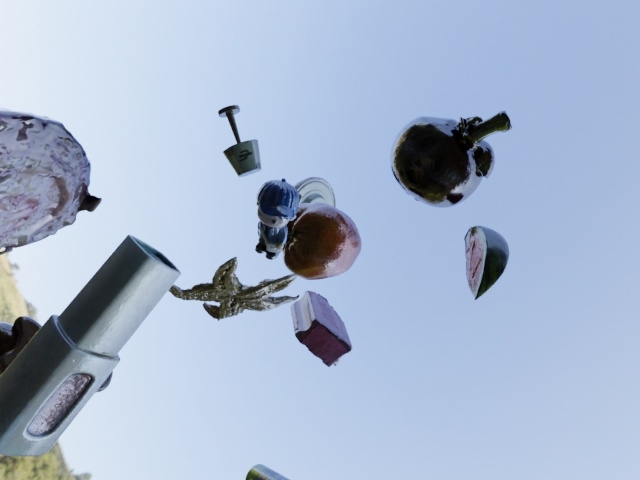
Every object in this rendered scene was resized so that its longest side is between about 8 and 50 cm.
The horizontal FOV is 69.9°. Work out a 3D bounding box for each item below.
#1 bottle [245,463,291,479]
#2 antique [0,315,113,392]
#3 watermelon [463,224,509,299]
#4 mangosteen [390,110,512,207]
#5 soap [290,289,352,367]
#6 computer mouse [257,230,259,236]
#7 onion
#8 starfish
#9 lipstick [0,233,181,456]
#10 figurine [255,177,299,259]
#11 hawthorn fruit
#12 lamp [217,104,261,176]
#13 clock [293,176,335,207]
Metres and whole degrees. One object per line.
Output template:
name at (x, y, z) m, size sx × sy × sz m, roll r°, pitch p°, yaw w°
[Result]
bottle at (-0.105, 0.768, 1.376) m, size 0.330 × 0.093 × 0.093 m, roll -6°, pitch -87°, yaw 50°
antique at (-0.589, 0.256, 0.967) m, size 0.143 × 0.257 × 0.121 m, roll -23°, pitch -136°, yaw 30°
watermelon at (0.389, 0.038, 1.101) m, size 0.063 × 0.245 × 0.119 m, roll 25°, pitch -54°, yaw -10°
mangosteen at (0.304, -0.213, 1.077) m, size 0.289 × 0.231 × 0.231 m, roll -43°, pitch -113°, yaw 31°
soap at (-0.009, 0.256, 1.412) m, size 0.099 × 0.162 × 0.250 m, roll -48°, pitch -160°, yaw 9°
computer mouse at (-0.106, -0.031, 1.097) m, size 0.056 × 0.110 × 0.032 m, roll 48°, pitch -27°, yaw -6°
onion at (-0.427, -0.074, 0.529) m, size 0.146 × 0.314 × 0.280 m, roll 46°, pitch -47°, yaw 11°
starfish at (-0.158, 0.094, 0.874) m, size 0.236 × 0.277 × 0.062 m, roll 127°, pitch -31°, yaw -49°
lipstick at (-0.267, 0.114, 0.518) m, size 0.077 × 0.079 × 0.253 m, roll 33°, pitch -98°, yaw 36°
figurine at (-0.070, -0.036, 0.747) m, size 0.077 × 0.079 × 0.136 m, roll 29°, pitch -36°, yaw 16°
hawthorn fruit at (0.000, 0.000, 1.018) m, size 0.189 × 0.189 × 0.189 m, roll 11°, pitch -75°, yaw 44°
lamp at (-0.259, -0.314, 1.449) m, size 0.121 × 0.121 × 0.215 m, roll -14°, pitch -85°, yaw 46°
clock at (-0.040, -0.095, 1.816) m, size 0.080 × 0.318 × 0.319 m, roll 17°, pitch -70°, yaw 36°
